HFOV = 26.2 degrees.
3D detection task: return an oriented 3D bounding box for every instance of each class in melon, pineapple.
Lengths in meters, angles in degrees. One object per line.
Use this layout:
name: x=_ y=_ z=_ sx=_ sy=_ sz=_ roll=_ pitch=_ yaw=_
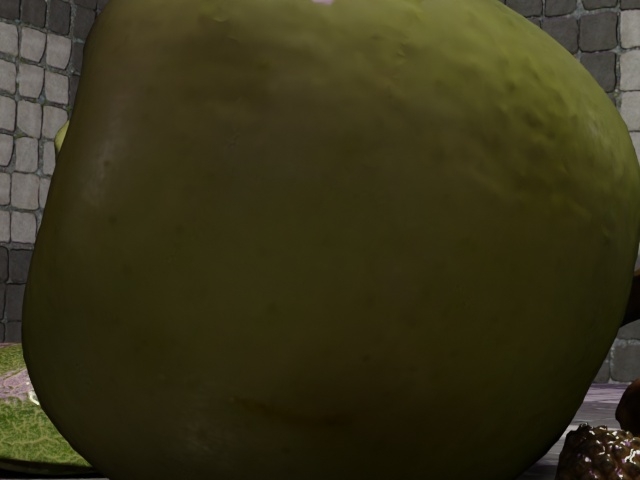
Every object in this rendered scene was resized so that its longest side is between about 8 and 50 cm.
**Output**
melon: x=-0.203 y=0.101 z=0.855 sx=0.128 sy=0.079 sz=0.160 roll=7 pitch=-5 yaw=-39
pineapple: x=0.162 y=0.112 z=0.579 sx=0.124 sy=0.058 sz=0.058 roll=6 pitch=-2 yaw=23

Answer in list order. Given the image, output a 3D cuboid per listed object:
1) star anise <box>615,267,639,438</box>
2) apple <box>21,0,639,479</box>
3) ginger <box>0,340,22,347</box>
star anise: x=0.243 y=0.086 z=0.839 sx=0.237 sy=0.148 sz=0.346 roll=12 pitch=-5 yaw=-31
apple: x=-0.003 y=0.019 z=0.634 sx=0.258 sy=0.233 sz=0.295 roll=14 pitch=-9 yaw=-12
ginger: x=-0.244 y=0.141 z=1.375 sx=0.290 sy=0.084 sz=0.122 roll=-1 pitch=-25 yaw=-10
